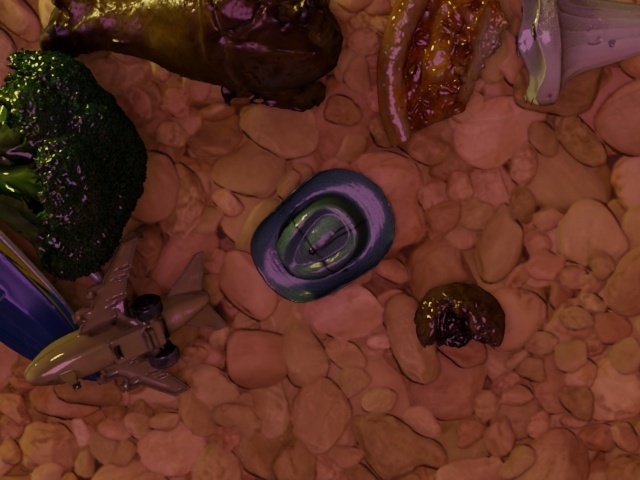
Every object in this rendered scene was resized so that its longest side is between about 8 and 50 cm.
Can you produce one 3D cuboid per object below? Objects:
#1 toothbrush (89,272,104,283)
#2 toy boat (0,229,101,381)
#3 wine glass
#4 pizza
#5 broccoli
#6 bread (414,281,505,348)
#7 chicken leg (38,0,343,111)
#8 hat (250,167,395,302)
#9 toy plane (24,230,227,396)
[{"bbox_3d":[-0.376,-0.043,1.911,0.276,0.019,0.025,42,93,-1],"label":"toothbrush"},{"bbox_3d":[-0.384,0.071,1.893,0.295,0.088,0.129,46,138,-6],"label":"toy boat"},{"bbox_3d":[0.330,-0.243,1.734,0.197,0.165,0.165,-6,98,3],"label":"wine glass"},{"bbox_3d":[0.141,-0.237,1.805,0.134,0.056,0.271,30,102,9],"label":"pizza"},{"bbox_3d":[-0.351,-0.090,1.765,0.297,0.297,0.297,-5,99,-11],"label":"broccoli"},{"bbox_3d":[0.171,0.094,1.851,0.113,0.060,0.082,-4,101,8],"label":"bread"},{"bbox_3d":[-0.149,-0.275,1.789,0.361,0.140,0.211,14,108,0],"label":"chicken leg"},{"bbox_3d":[0.000,0.000,1.845,0.191,0.078,0.138,-39,95,10],"label":"hat"},{"bbox_3d":[-0.241,0.115,1.841,0.256,0.104,0.242,-32,126,-25],"label":"toy plane"}]
